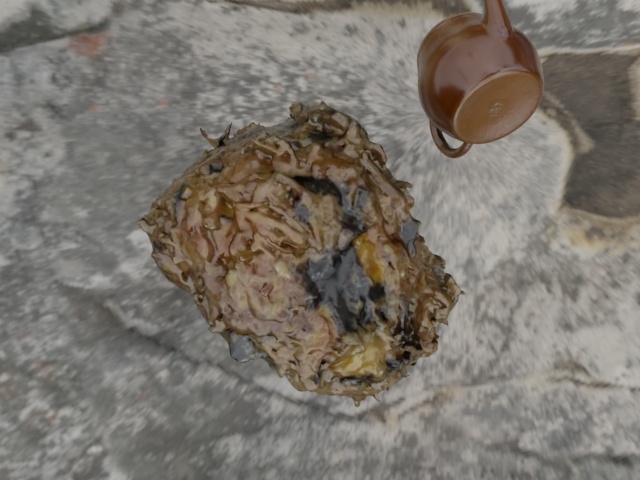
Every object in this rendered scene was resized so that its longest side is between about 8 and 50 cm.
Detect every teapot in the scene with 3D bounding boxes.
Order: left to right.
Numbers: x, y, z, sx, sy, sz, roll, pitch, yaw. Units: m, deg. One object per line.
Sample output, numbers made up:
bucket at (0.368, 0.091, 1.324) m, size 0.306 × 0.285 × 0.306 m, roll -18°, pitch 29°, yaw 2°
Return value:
teapot at (0.130, -0.148, 1.162) m, size 0.116 × 0.116 × 0.173 m, roll 23°, pitch 133°, yaw 3°

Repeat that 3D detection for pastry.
pastry at (0.000, 0.000, 1.040) m, size 0.275 × 0.275 × 0.193 m, roll 35°, pitch 101°, yaw 1°
